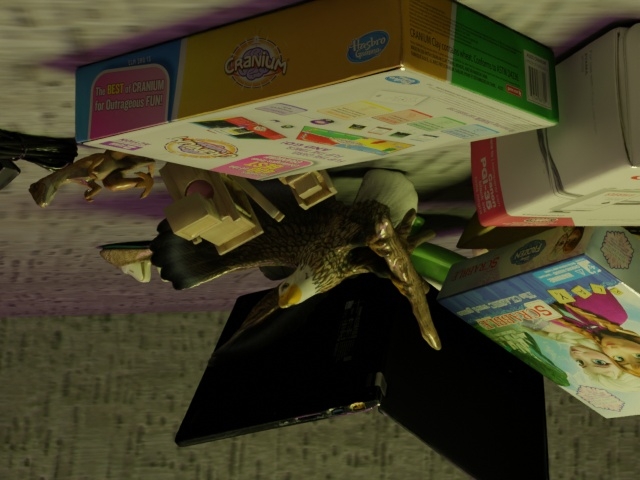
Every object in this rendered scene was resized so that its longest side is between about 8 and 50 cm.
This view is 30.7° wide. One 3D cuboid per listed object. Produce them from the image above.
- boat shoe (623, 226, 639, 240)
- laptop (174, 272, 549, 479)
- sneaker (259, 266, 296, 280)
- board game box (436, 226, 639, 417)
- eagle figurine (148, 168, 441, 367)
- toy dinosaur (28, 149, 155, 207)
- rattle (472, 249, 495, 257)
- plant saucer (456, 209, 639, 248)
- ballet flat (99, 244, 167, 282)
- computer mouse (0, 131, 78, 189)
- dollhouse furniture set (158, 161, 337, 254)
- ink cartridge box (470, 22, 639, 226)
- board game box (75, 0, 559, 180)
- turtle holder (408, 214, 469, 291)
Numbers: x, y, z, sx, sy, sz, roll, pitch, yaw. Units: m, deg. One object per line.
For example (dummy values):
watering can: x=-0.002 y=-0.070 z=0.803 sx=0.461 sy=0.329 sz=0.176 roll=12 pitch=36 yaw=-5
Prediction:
boat shoe: x=0.549 y=0.062 z=1.539 sx=0.500 sy=0.156 sz=0.186 roll=19 pitch=164 yaw=-29
laptop: x=0.074 y=0.213 z=1.552 sx=0.407 sy=0.236 sz=0.382 roll=-14 pitch=-159 yaw=15
sneaker: x=0.000 y=0.000 z=1.710 sx=0.111 sy=0.103 sz=0.252 roll=-13 pitch=174 yaw=36
board game box: x=0.358 y=0.109 z=1.467 sx=0.318 sy=0.066 sz=0.318 roll=34 pitch=156 yaw=-15
eagle figurine: x=-0.026 y=0.030 z=1.400 sx=0.298 sy=0.226 sz=0.225 roll=-7 pitch=170 yaw=30
toy dinosaur: x=-0.211 y=-0.080 z=1.224 sx=0.112 sy=0.064 sz=0.211 roll=2 pitch=-169 yaw=35
rattle: x=0.333 y=0.003 z=1.939 sx=0.142 sy=0.130 sz=0.200 roll=-18 pitch=143 yaw=-7
plant saucer: x=0.363 y=-0.052 z=1.468 sx=0.332 sy=0.081 sz=0.333 roll=-1 pitch=171 yaw=-6
ballet flat: x=-0.278 y=0.037 z=1.954 sx=0.206 sy=0.067 sz=0.073 roll=-5 pitch=172 yaw=21
computer mouse: x=-0.397 y=-0.066 z=1.204 sx=0.262 sy=0.060 sz=0.184 roll=-7 pitch=172 yaw=29
dollhouse furniture set: x=-0.083 y=-0.076 z=1.247 sx=0.160 sy=0.101 sz=0.182 roll=-28 pitch=168 yaw=5
ink cartridge box: x=0.283 y=-0.089 z=1.031 sx=0.207 sy=0.117 sz=0.283 roll=0 pitch=172 yaw=-16
board game box: x=-0.003 y=-0.116 z=0.944 sx=0.316 sy=0.064 sz=0.242 roll=-8 pitch=171 yaw=35
turtle holder: x=0.154 y=0.113 z=1.867 sx=0.243 sy=0.228 sz=0.320 roll=28 pitch=167 yaw=-22
